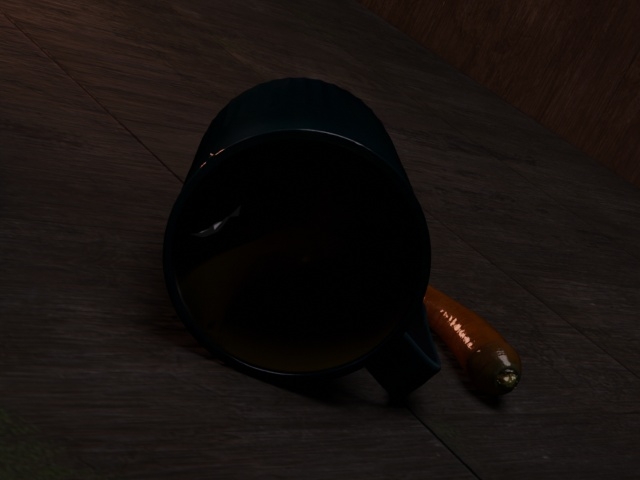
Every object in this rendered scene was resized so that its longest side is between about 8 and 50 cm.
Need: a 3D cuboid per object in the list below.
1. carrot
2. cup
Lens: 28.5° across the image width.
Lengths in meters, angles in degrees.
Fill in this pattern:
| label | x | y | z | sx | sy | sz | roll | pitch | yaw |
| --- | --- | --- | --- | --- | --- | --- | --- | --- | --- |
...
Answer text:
| label | x | y | z | sx | sy | sz | roll | pitch | yaw |
| --- | --- | --- | --- | --- | --- | --- | --- | --- | --- |
| carrot | 0.154 | 0.100 | 1.440 | 0.271 | 0.066 | 0.062 | 50 | -14 | 56 |
| cup | 0.004 | -0.017 | 1.269 | 0.308 | 0.242 | 0.292 | 20 | 17 | -9 |
